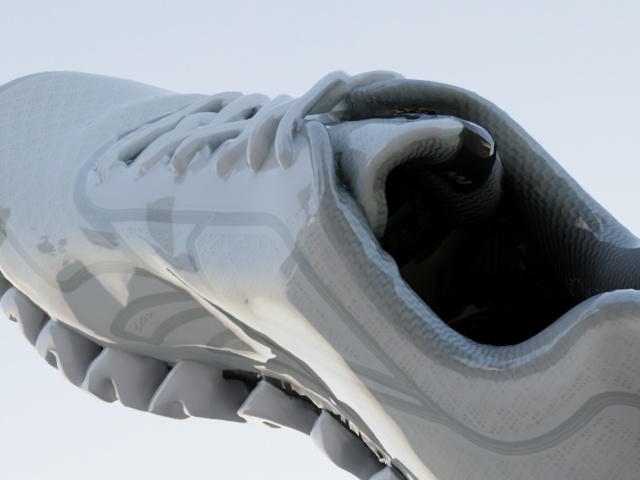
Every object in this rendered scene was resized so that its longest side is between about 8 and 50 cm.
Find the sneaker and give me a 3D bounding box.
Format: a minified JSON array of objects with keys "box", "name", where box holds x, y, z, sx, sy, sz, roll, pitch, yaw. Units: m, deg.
[{"box":[0.000,0.000,0.432,0.110,0.292,0.118,-39,-44,-29],"name":"sneaker"}]
